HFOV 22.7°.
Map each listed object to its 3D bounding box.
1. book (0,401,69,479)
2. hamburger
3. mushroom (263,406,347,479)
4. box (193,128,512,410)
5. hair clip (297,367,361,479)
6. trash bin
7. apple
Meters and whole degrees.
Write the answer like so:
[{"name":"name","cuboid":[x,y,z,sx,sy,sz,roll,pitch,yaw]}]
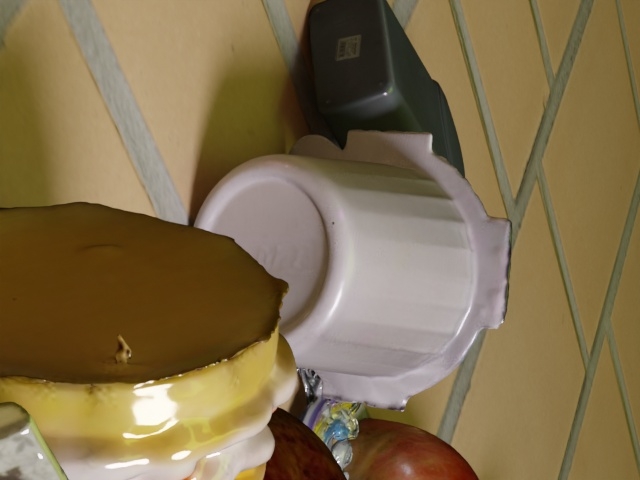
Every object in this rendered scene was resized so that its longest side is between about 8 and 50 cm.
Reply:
[{"name":"book","cuboid":[-0.222,0.251,0.940,0.035,0.239,0.352,-111,-178,-51]},{"name":"hamburger","cuboid":[-0.155,0.122,1.037,0.276,0.276,0.237,-41,141,-59]},{"name":"mushroom","cuboid":[-0.078,0.308,1.276,0.345,0.259,0.345,28,39,-26]},{"name":"box","cuboid":[0.000,0.000,1.455,0.206,0.262,0.291,8,45,-55]},{"name":"hair clip","cuboid":[-0.002,0.202,1.651,0.116,0.049,0.172,-12,111,-52]},{"name":"trash bin","cuboid":[0.071,-0.132,1.680,0.236,0.101,0.177,55,24,-48]},{"name":"apple","cuboid":[0.114,0.350,1.768,0.251,0.163,0.293,52,47,-53]}]
